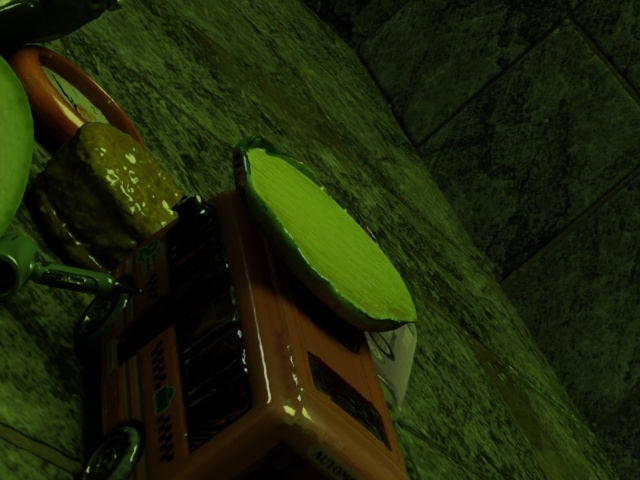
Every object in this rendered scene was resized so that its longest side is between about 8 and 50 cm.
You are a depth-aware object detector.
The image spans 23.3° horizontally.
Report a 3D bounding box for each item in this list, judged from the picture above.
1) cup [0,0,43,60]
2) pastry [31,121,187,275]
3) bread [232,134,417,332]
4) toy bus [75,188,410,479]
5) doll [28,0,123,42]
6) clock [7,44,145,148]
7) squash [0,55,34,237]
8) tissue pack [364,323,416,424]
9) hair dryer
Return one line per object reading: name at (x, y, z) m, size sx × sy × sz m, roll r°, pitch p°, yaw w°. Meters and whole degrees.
cup at (-0.395, -0.251, 1.563) m, size 0.177 × 0.169 × 0.223 m, roll 57°, pitch 31°, yaw 2°
pastry at (-0.210, -0.029, 1.631) m, size 0.189 × 0.103 × 0.189 m, roll 47°, pitch 13°, yaw -15°
bread at (0.000, 0.000, 1.380) m, size 0.228 × 0.033 × 0.228 m, roll 45°, pitch 15°, yaw -15°
toy bus at (-0.069, 0.130, 1.361) m, size 0.203 × 0.233 × 0.427 m, roll 42°, pitch 15°, yaw -26°
doll at (-0.340, -0.400, 1.786) m, size 0.247 × 0.247 × 0.350 m, roll -116°, pitch -173°, yaw -48°
clock at (-0.287, -0.149, 1.831) m, size 0.205 × 0.051 × 0.205 m, roll 45°, pitch 11°, yaw -11°
squash at (-0.410, -0.123, 1.342) m, size 0.309 × 0.210 × 0.233 m, roll 21°, pitch -11°, yaw 48°
tissue pack at (-0.022, 0.101, 1.763) m, size 0.242 × 0.160 × 0.338 m, roll 49°, pitch 12°, yaw -4°
hair dryer at (-0.228, 0.030, 1.380) m, size 0.150 × 0.047 × 0.071 m, roll 9°, pitch 17°, yaw 2°
